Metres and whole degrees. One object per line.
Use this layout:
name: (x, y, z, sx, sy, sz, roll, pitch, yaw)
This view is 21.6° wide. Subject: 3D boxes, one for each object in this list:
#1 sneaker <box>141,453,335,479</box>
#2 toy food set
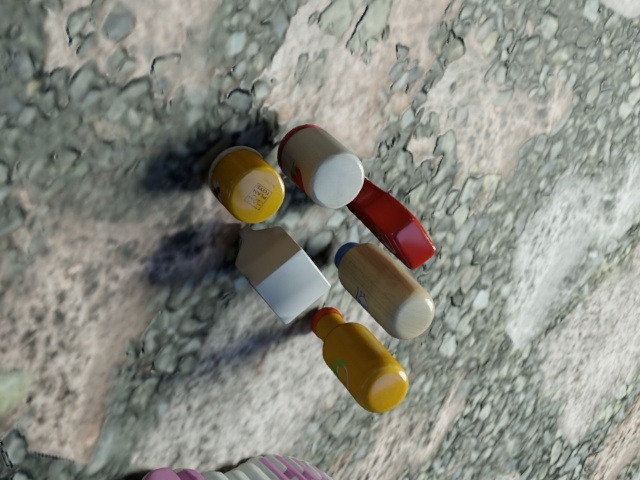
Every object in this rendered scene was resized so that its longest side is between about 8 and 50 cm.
sneaker: (-0.058, 0.222, 1.215, 0.236, 0.095, 0.105, 6, 118, -49)
toy food set: (0.000, 0.000, 1.130, 0.111, 0.104, 0.232, -41, 127, -3)
